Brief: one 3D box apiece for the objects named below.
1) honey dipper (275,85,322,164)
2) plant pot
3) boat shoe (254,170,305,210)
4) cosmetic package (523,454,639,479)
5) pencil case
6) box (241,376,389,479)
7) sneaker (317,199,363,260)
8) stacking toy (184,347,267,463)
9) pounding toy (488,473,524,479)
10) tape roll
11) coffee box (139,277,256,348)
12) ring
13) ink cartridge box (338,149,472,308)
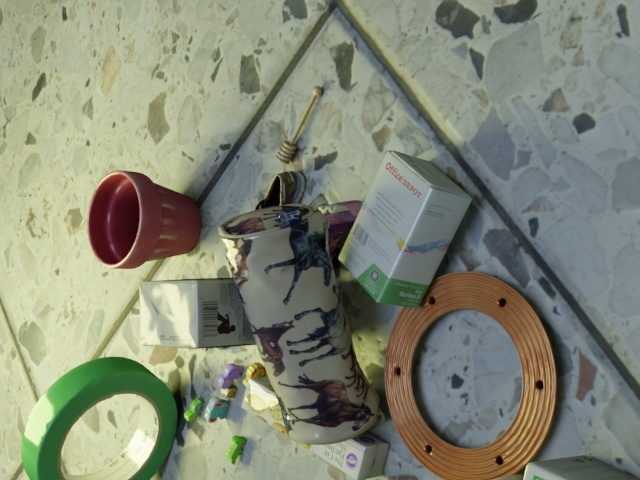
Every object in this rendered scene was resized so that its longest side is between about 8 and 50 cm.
[{"bbox_3d":[-0.037,-0.219,1.921,0.030,0.030,0.161,44,114,38],"label":"honey dipper"},{"bbox_3d":[-0.357,-0.038,2.121,0.201,0.180,0.201,-5,82,45],"label":"plant pot"},{"bbox_3d":[-0.093,-0.050,1.935,0.066,0.066,0.183,32,109,42],"label":"boat shoe"},{"bbox_3d":[0.433,0.433,1.304,0.365,0.155,0.197,17,97,46],"label":"cosmetic package"},{"bbox_3d":[-0.024,0.138,1.699,0.183,0.160,0.410,-16,101,6],"label":"pencil case"},{"bbox_3d":[-0.016,0.331,1.829,0.324,0.063,0.067,23,104,44],"label":"box"},{"bbox_3d":[0.000,0.000,1.828,0.236,0.095,0.105,-27,75,46],"label":"sneaker"},{"bbox_3d":[-0.195,0.305,2.021,0.167,0.052,0.221,34,111,42],"label":"stacking toy"},{"bbox_3d":[0.216,0.448,1.509,0.269,0.154,0.155,-17,67,15],"label":"pounding toy"},{"bbox_3d":[-0.445,0.397,2.074,0.077,0.321,0.321,30,108,43],"label":"tape roll"},{"bbox_3d":[-0.153,0.125,1.818,0.168,0.297,0.119,-3,87,45],"label":"coffee box"},{"bbox_3d":[0.234,0.218,1.609,0.336,0.032,0.337,-5,82,44],"label":"ring"},{"bbox_3d":[0.135,-0.019,1.663,0.154,0.093,0.212,49,122,53],"label":"ink cartridge box"}]
